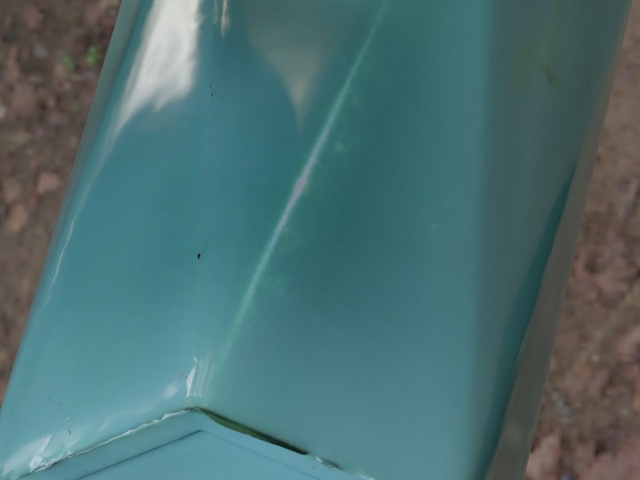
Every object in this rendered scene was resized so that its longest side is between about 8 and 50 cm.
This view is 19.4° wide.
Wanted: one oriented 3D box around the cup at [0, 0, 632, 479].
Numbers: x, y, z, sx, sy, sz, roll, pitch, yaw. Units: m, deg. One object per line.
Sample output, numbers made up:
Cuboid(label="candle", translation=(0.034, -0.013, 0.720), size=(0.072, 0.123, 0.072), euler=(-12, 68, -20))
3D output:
Cuboid(label="cup", translation=(0.000, 0.000, 0.463), size=(0.134, 0.148, 0.236), euler=(-26, 34, 32))
